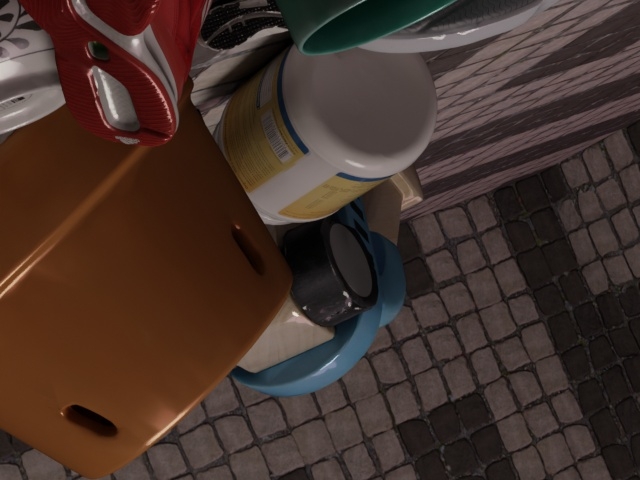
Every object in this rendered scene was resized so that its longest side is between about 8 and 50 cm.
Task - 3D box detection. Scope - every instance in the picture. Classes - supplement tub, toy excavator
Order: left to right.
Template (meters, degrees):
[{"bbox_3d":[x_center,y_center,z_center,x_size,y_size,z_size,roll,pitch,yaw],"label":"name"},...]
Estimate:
[{"bbox_3d":[-0.003,-0.099,1.434,0.144,0.144,0.199,-20,174,-32],"label":"supplement tub"},{"bbox_3d":[0.000,0.000,1.854,0.222,0.433,0.445,-25,147,22],"label":"toy excavator"}]

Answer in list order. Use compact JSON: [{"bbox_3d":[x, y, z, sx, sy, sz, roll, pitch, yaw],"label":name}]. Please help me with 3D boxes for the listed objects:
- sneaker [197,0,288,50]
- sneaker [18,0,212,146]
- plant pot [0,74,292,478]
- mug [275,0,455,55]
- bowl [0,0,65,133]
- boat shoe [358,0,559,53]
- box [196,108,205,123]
[{"bbox_3d":[-0.045,-0.167,1.196,0.109,0.040,0.044,-17,-170,-21],"label":"sneaker"},{"bbox_3d":[-0.101,-0.161,0.848,0.087,0.128,0.221,12,147,4],"label":"sneaker"},{"bbox_3d":[-0.158,0.022,1.101,0.291,0.203,0.291,-42,-170,9],"label":"plant pot"},{"bbox_3d":[0.034,-0.183,0.983,0.129,0.097,0.157,-26,175,30],"label":"mug"},{"bbox_3d":[-0.187,-0.106,0.913,0.170,0.080,0.170,-23,174,-2],"label":"bowl"},{"bbox_3d":[0.156,-0.210,1.099,0.335,0.121,0.119,-25,171,-3],"label":"boat shoe"},{"bbox_3d":[-0.238,-0.018,1.515,0.261,0.103,0.184,-20,177,-29],"label":"box"}]
